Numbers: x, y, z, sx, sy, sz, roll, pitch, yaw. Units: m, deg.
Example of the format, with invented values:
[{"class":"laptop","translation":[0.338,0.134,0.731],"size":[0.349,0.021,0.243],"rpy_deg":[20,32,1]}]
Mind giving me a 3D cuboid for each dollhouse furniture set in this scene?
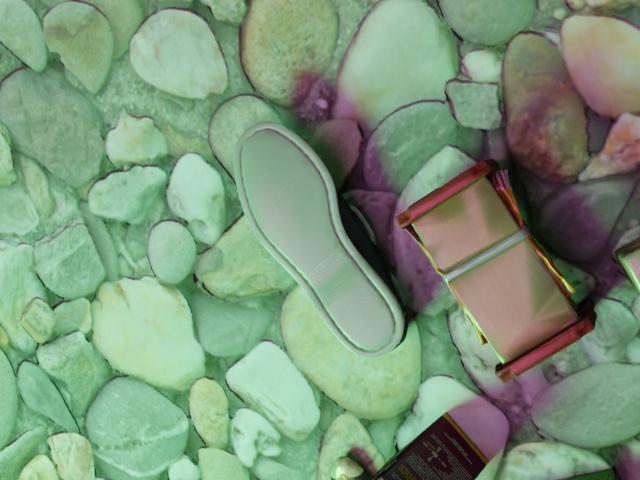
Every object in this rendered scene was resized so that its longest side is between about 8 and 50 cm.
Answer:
[{"class":"dollhouse furniture set","translation":[0.286,-0.037,1.033],"size":[0.374,0.152,0.201],"rpy_deg":[-32,86,13]}]

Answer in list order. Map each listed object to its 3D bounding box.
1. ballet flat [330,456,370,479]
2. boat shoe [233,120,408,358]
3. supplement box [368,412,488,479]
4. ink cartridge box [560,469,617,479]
[{"class":"ballet flat","translation":[0.047,0.355,1.291],"size":[0.057,0.049,0.173],"rpy_deg":[-9,98,28]},{"class":"boat shoe","translation":[0.000,0.000,1.199],"size":[0.114,0.091,0.302],"rpy_deg":[-28,87,11]},{"class":"supplement box","translation":[0.101,0.285,1.163],"size":[0.081,0.188,0.104],"rpy_deg":[48,119,10]},{"class":"ink cartridge box","translation":[0.251,0.342,1.173],"size":[0.209,0.062,0.109],"rpy_deg":[-22,93,31]}]
